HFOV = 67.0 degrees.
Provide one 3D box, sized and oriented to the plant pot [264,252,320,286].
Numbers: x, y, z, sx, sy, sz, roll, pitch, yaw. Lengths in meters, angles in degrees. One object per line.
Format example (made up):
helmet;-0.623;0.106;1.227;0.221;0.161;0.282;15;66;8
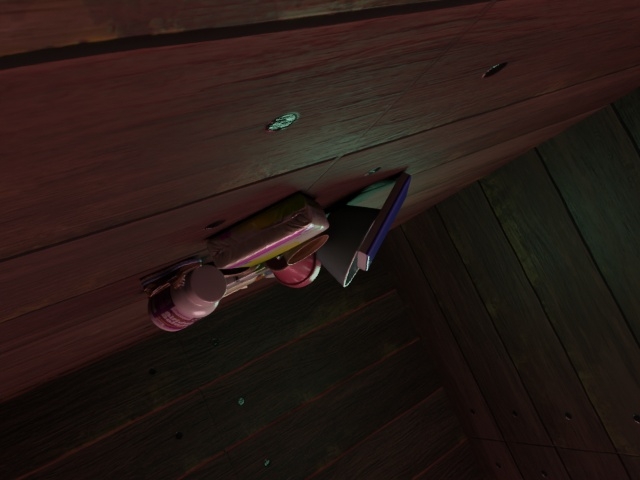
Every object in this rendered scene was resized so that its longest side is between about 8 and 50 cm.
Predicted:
plant pot;-0.120;0.070;1.849;0.201;0.201;0.180;-26;158;15

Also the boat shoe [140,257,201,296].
boat shoe;-0.432;0.111;1.430;0.183;0.066;0.066;-24;174;-11

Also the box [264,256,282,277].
box;-0.189;0.091;2.088;0.114;0.103;0.203;-26;174;4

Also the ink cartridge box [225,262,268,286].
ink cartridge box;-0.310;0.114;1.869;0.208;0.086;0.153;-25;175;0

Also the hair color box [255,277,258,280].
hair color box;-0.371;0.198;2.363;0.072;0.043;0.141;-26;174;23

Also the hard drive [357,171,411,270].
hard drive;0.221;-0.061;1.689;0.318;0.040;0.210;-60;168;-14

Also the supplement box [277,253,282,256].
supplement box;-0.123;0.003;1.673;0.056;0.083;0.083;-29;172;38

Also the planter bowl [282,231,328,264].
planter bowl;-0.070;-0.011;1.578;0.162;0.109;0.162;-34;168;-8

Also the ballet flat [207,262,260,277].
ballet flat;-0.314;0.090;1.711;0.250;0.084;0.058;-15;171;-30

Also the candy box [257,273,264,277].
candy box;-0.291;0.162;2.551;0.109;0.053;0.187;-29;172;31

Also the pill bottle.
pill bottle;-0.435;0.186;1.587;0.169;0.169;0.301;-19;172;-45

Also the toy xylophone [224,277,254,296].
toy xylophone;-0.406;0.185;2.091;0.323;0.081;0.236;-22;170;-27

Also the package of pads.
package of pads;-0.134;-0.018;1.349;0.297;0.101;0.229;-26;174;11

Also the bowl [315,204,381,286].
bowl;0.089;-0.004;1.749;0.311;0.163;0.311;-59;167;-22
